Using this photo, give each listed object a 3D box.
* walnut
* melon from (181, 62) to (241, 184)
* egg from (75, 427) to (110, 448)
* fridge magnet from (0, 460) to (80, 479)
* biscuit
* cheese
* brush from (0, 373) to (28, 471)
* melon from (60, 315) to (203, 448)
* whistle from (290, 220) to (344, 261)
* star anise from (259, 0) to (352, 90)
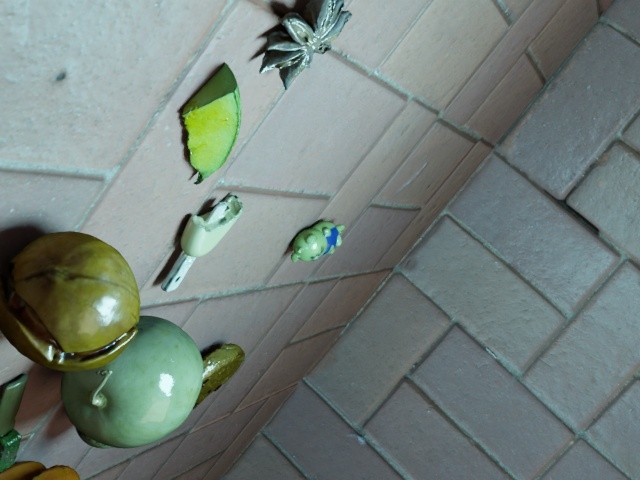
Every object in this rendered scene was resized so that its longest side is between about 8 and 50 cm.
[{"bbox_3d":[-0.370,0.102,1.236,0.209,0.209,0.336,-45,172,-10],"label":"walnut"},{"bbox_3d":[-0.183,-0.171,1.340,0.114,0.053,0.261,-30,158,-29],"label":"melon"},{"bbox_3d":[-0.449,0.365,1.755,0.181,0.141,0.141,-50,166,-14],"label":"egg"},{"bbox_3d":[-0.675,0.610,1.716,0.363,0.155,0.363,-43,164,-16],"label":"fridge magnet"},{"bbox_3d":[-0.337,0.389,2.243,0.296,0.075,0.296,-41,168,-11],"label":"biscuit"},{"bbox_3d":[-0.247,0.011,1.607,0.235,0.050,0.127,-53,166,24],"label":"cheese"},{"bbox_3d":[-0.592,0.354,1.530,0.054,0.048,0.282,-34,158,-49],"label":"brush"},{"bbox_3d":[-0.358,0.269,1.563,0.308,0.272,0.272,-15,145,-49],"label":"melon"},{"bbox_3d":[0.000,0.000,2.182,0.105,0.085,0.227,-47,168,33],"label":"whistle"},{"bbox_3d":[-0.032,-0.335,1.326,0.182,0.065,0.195,-44,169,5],"label":"star anise"}]
